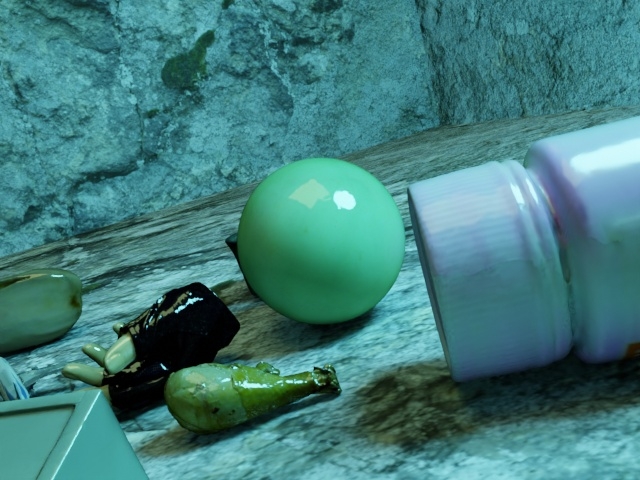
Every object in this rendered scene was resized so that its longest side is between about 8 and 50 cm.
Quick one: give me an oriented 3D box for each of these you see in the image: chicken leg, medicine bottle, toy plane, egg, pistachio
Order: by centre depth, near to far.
[{"bbox_3d":[0.289,-0.002,0.709,0.389,0.219,0.219,-13,11,3],"label":"medicine bottle"},{"bbox_3d":[-0.068,0.151,0.785,0.178,0.070,0.093,-8,5,-8],"label":"chicken leg"},{"bbox_3d":[-0.399,0.189,0.989,0.226,0.058,0.226,-24,12,-27],"label":"toy plane"},{"bbox_3d":[0.000,0.000,1.021,0.221,0.220,0.269,-14,7,-2],"label":"egg"},{"bbox_3d":[-0.496,0.113,1.275,0.206,0.131,0.129,-15,38,-15],"label":"pistachio"}]

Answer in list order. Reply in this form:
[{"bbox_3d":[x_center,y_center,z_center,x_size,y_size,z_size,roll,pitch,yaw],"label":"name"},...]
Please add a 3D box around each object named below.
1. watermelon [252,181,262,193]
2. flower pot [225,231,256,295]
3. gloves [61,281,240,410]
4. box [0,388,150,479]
[{"bbox_3d":[-0.046,-0.076,1.677,0.226,0.148,0.318,2,19,29],"label":"watermelon"},{"bbox_3d":[-0.067,0.029,1.256,0.158,0.106,0.157,-13,8,2],"label":"flower pot"},{"bbox_3d":[-0.202,0.132,0.906,0.203,0.124,0.164,-43,-10,-16],"label":"gloves"},{"bbox_3d":[-0.230,0.210,0.407,0.225,0.117,0.225,-10,30,15],"label":"box"}]
